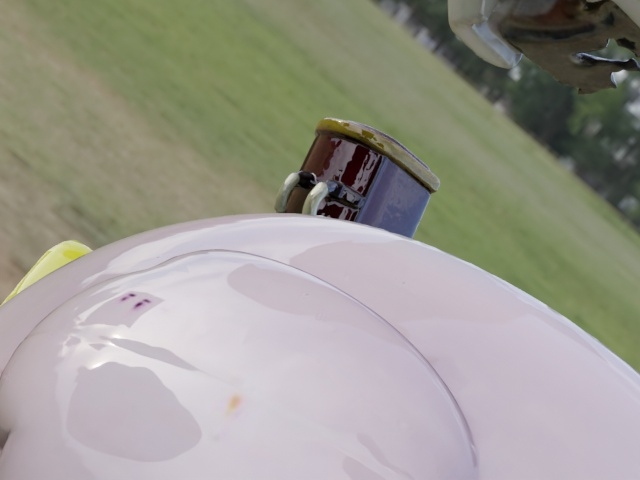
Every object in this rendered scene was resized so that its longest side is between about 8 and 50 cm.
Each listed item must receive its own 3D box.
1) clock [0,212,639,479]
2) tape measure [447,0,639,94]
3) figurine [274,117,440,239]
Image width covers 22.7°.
[{"bbox_3d":[0.021,0.182,0.487,0.376,0.250,0.368,19,-37,26],"label":"clock"},{"bbox_3d":[0.088,-0.233,0.619,0.265,0.258,0.130,38,-23,-32],"label":"tape measure"},{"bbox_3d":[-0.001,0.001,0.962,0.082,0.154,0.098,21,-12,25],"label":"figurine"}]
